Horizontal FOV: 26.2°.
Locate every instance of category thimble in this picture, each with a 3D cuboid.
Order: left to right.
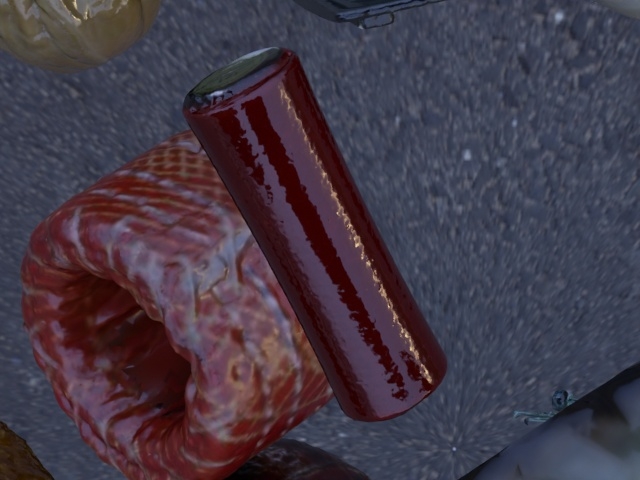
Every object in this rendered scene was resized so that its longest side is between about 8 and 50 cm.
[{"bbox_3d":[-0.139,0.072,1.415,0.230,0.350,0.350,-32,77,-36],"label":"thimble"}]

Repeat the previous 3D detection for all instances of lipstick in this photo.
[{"bbox_3d":[0.000,0.000,0.847,0.080,0.080,0.241,-27,111,1],"label":"lipstick"}]

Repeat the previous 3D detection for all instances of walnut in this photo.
[{"bbox_3d":[-0.281,-0.297,1.431,0.224,0.261,0.225,-16,45,16],"label":"walnut"}]

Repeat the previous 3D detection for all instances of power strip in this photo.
[{"bbox_3d":[0.099,-0.335,1.678,0.251,0.257,0.092,-20,114,-10],"label":"power strip"}]

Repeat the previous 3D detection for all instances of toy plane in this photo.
[{"bbox_3d":[0.158,0.107,0.817,0.080,0.083,0.033,10,93,39],"label":"toy plane"}]

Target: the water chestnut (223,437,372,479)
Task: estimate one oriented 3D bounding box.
[{"bbox_3d":[-0.024,0.399,1.547,0.347,0.335,0.335,30,84,47],"label":"water chestnut"}]

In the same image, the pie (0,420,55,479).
[{"bbox_3d":[-0.224,0.156,0.587,0.315,0.315,0.092,28,114,9],"label":"pie"}]

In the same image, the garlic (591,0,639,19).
[{"bbox_3d":[0.317,-0.336,1.356,0.313,0.286,0.249,-2,60,48],"label":"garlic"}]

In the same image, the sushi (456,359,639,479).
[{"bbox_3d":[0.137,0.227,0.468,0.281,0.294,0.300,-6,57,-16],"label":"sushi"}]
